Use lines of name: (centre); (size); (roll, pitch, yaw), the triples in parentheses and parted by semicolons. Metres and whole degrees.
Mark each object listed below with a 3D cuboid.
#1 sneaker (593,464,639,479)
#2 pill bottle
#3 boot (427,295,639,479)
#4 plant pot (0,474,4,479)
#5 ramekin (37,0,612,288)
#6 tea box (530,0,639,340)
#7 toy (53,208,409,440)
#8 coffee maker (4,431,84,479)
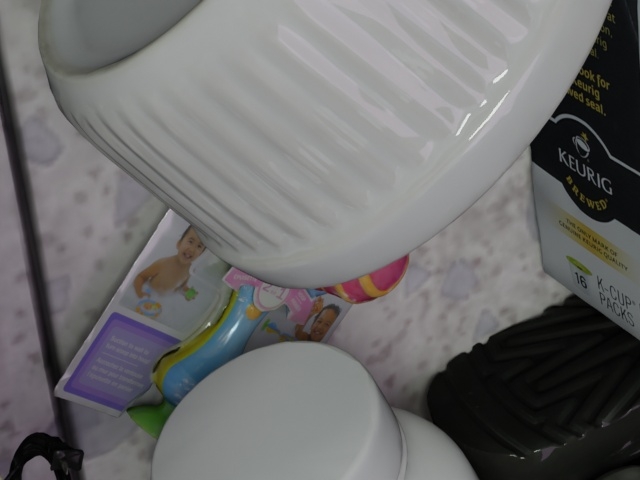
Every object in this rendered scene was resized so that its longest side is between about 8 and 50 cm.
sneaker: (0.196, 0.213, 0.739); (0.087, 0.130, 0.228); (-29, 118, -2)
pill bottle: (0.023, 0.161, 0.681); (0.136, 0.136, 0.246); (-38, 129, -11)
boot: (0.230, 0.137, 0.860); (0.348, 0.131, 0.260); (-20, 121, -6)
plant pot: (-0.275, 0.066, 0.366); (0.333, 0.305, 0.334); (-16, 123, -26)
ramekin: (-0.007, -0.097, 0.533); (0.109, 0.207, 0.207); (33, 94, -32)
tea box: (0.259, -0.084, 0.633); (0.220, 0.329, 0.324); (-27, 128, -19)
toy: (0.000, 0.000, 0.681); (0.237, 0.056, 0.137); (-53, 140, 5)
coffee maker: (-0.205, 0.158, 0.610); (0.178, 0.120, 0.171); (7, 88, -38)
